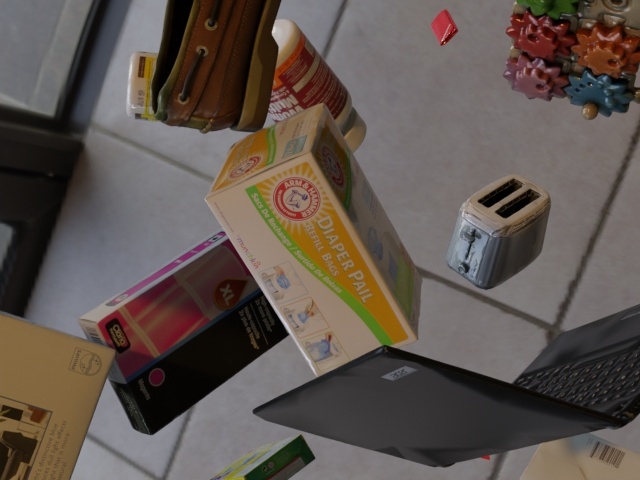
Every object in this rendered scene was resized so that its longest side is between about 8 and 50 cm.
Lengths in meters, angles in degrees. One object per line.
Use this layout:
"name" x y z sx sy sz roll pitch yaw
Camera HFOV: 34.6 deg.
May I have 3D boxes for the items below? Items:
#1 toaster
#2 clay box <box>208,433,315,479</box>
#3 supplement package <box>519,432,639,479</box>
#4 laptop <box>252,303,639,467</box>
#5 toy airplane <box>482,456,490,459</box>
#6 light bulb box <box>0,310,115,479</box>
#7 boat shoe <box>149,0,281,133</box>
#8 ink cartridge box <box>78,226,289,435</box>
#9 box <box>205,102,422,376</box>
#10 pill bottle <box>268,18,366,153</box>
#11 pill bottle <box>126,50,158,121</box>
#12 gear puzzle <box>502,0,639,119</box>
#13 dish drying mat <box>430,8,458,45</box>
"toaster" 0.339 -0.022 1.905 0.129 0.227 0.146 38 141 32
"clay box" -0.113 0.392 1.725 0.053 0.127 0.222 58 148 1
"supplement package" 0.417 0.471 1.647 0.199 0.198 0.262 21 137 26
"laptop" 0.122 0.072 0.712 0.136 0.264 0.234 52 152 0
"toy airplane" 0.222 0.298 1.625 0.151 0.151 0.028 23 59 24
"light bulb box" -0.492 0.177 1.261 0.358 0.361 0.225 -8 62 65
"boat shoe" -0.087 -0.238 0.877 0.111 0.104 0.307 -132 45 -62
"ink cartridge box" -0.137 0.089 1.417 0.069 0.371 0.175 2 120 51
"box" 0.000 0.000 0.914 0.103 0.114 0.203 -23 112 19
"pill bottle" -0.028 -0.223 1.576 0.121 0.221 0.121 -25 39 22
"pill bottle" -0.223 -0.257 1.771 0.215 0.117 0.117 5 89 -9
"gear puzzle" 0.296 -0.250 1.170 0.175 0.339 0.044 17 64 16
"dish drying mat" 0.166 -0.289 1.390 0.008 0.083 0.032 34 112 -23
